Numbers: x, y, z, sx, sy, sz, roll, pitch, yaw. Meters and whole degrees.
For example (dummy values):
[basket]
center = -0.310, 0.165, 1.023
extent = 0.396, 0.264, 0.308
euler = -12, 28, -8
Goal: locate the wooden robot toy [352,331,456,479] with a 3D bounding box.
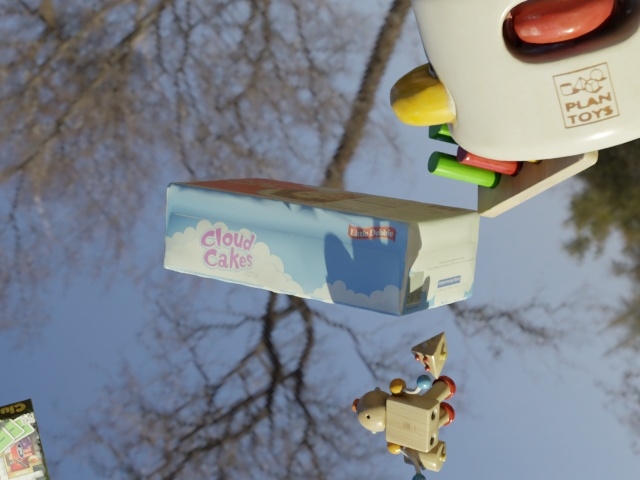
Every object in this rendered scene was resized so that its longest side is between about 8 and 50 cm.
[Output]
[wooden robot toy]
center = 0.068, 0.154, 1.188
extent = 0.076, 0.079, 0.173
euler = -33, -51, -59

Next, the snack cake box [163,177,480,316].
[snack cake box]
center = 0.000, 0.000, 1.314
extent = 0.152, 0.264, 0.089
euler = -11, -72, -58

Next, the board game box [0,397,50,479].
[board game box]
center = -0.372, 0.303, 1.575
extent = 0.030, 0.136, 0.259
euler = -119, 20, -53

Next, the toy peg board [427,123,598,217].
[toy peg board]
center = 0.158, -0.123, 1.185
extent = 0.079, 0.161, 0.161
euler = 11, -111, -24

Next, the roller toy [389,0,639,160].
[roller toy]
center = 0.163, -0.138, 0.911
extent = 0.209, 0.191, 0.146
euler = -29, -68, -31
